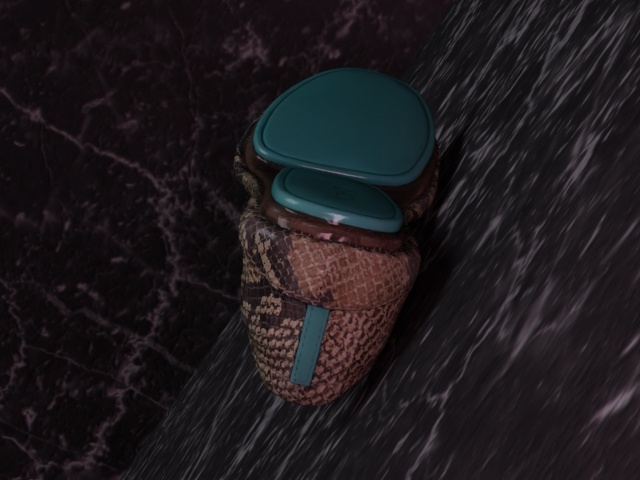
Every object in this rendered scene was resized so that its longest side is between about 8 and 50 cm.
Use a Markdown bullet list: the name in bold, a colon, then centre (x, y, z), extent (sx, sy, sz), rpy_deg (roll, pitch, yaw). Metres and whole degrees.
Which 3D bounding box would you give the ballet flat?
- **ballet flat**: centre (0.000, 0.000, 1.488), extent (0.483, 0.164, 0.182), rpy_deg (-78, 2, -72)
